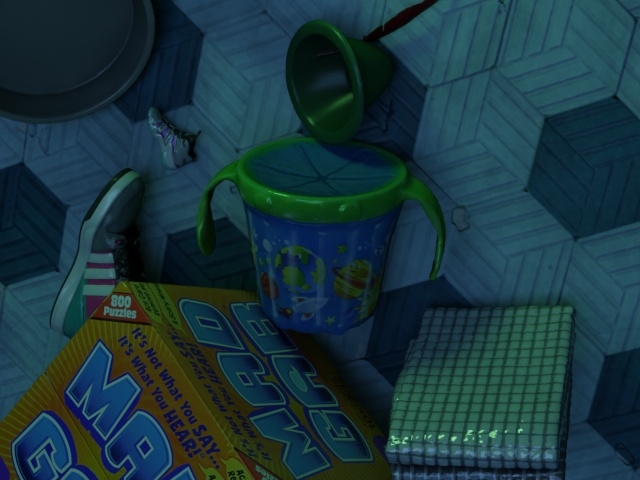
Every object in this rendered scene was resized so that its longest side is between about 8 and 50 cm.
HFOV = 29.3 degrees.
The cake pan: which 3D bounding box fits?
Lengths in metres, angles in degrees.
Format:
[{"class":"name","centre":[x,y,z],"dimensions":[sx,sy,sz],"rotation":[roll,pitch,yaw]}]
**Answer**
[{"class":"cake pan","centre":[-0.379,-0.296,1.706],"dimensions":[0.293,0.054,0.293],"rotation":[-12,134,-13]}]

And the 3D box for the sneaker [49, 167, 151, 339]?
[{"class":"sneaker","centre":[-0.277,0.055,1.809],"dimensions":[0.178,0.124,0.295],"rotation":[30,117,11]}]

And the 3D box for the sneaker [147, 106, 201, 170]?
[{"class":"sneaker","centre":[-0.208,-0.156,1.790],"dimensions":[0.069,0.038,0.098],"rotation":[-15,109,15]}]

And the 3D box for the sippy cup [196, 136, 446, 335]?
[{"class":"sippy cup","centre":[0.000,0.000,1.688],"dimensions":[0.305,0.240,0.224],"rotation":[25,124,41]}]

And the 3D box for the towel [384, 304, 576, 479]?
[{"class":"towel","centre":[0.223,0.216,1.656],"dimensions":[0.235,0.284,0.121],"rotation":[-3,127,18]}]

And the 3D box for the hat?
[{"class":"hat","centre":[0.080,-0.240,1.702],"dimensions":[0.208,0.183,0.173],"rotation":[-15,94,59]}]

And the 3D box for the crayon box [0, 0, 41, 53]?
[{"class":"crayon box","centre":[-0.570,-0.407,1.780],"dimensions":[0.363,0.106,0.313],"rotation":[44,111,0]}]

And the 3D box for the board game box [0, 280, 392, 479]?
[{"class":"board game box","centre":[-0.169,0.310,1.663],"dimensions":[0.356,0.356,0.356],"rotation":[-47,63,20]}]

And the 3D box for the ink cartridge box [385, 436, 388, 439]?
[{"class":"ink cartridge box","centre":[0.034,0.318,1.831],"dimensions":[0.209,0.062,0.109],"rotation":[40,110,2]}]
